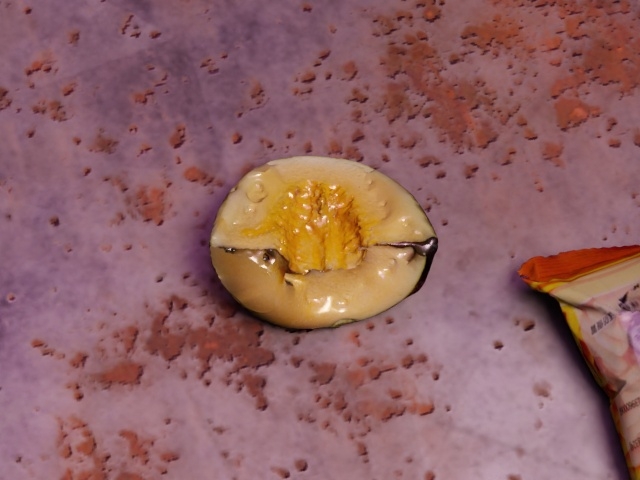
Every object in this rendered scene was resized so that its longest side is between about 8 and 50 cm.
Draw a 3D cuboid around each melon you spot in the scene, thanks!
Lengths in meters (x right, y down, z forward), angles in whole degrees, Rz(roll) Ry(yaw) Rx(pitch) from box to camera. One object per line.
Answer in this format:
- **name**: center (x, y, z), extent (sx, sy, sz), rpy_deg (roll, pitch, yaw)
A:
- **melon**: center (0.000, 0.000, 1.383), extent (0.160, 0.079, 0.128), rpy_deg (-2, 46, -3)

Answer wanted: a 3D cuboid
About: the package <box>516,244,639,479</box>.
- **package**: center (0.279, 0.095, 1.326), extent (0.223, 0.108, 0.288), rpy_deg (-21, 69, -10)
